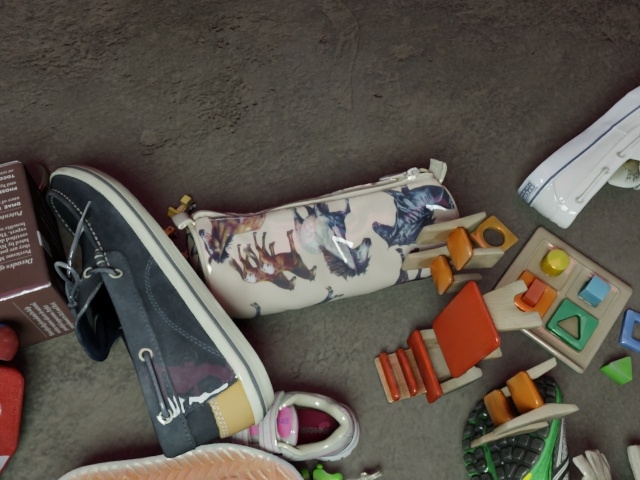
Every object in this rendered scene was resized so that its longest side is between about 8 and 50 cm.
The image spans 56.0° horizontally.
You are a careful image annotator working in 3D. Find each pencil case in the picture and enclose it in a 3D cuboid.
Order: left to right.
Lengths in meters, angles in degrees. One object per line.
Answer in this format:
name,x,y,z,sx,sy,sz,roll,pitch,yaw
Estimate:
pencil case,0.000,0.000,0.895,0.410,0.160,0.184,-11,104,-11

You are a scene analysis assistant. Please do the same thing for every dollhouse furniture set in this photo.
dollhouse furniture set,0.170,0.138,0.792,0.135,0.259,0.262,-11,64,-14

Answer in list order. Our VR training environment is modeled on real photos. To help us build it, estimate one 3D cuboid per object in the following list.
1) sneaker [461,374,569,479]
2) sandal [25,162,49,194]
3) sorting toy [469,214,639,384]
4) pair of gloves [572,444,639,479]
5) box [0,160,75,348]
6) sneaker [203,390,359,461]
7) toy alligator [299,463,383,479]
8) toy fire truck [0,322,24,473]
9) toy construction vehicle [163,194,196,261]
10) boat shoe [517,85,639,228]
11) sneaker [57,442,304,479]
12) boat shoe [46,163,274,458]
sneaker,0.269,0.337,0.795,0.146,0.134,0.344,41,52,-25
sandal,-0.539,-0.072,0.941,0.219,0.060,0.090,-15,65,-13
sorting toy,0.387,0.083,0.962,0.347,0.047,0.196,37,65,13
pair of gloves,0.405,0.369,0.767,0.240,0.042,0.204,11,54,-38
box,-0.453,0.033,0.834,0.167,0.168,0.203,-18,66,-15
sneaker,-0.067,0.246,0.795,0.252,0.111,0.103,-6,63,-9
toy alligator,-0.013,0.320,0.793,0.189,0.056,0.051,-17,66,-14
toy fire truck,-0.474,0.190,0.674,0.169,0.302,0.254,24,80,44
toy construction vehicle,-0.215,-0.022,0.962,0.085,0.035,0.098,31,64,10
boat shoe,0.525,-0.140,1.043,0.367,0.136,0.156,-35,71,-18
sneaker,-0.166,0.324,0.739,0.302,0.121,0.108,-2,52,-1
boat shoe,-0.261,0.071,0.797,0.156,0.187,0.500,-32,60,-23
